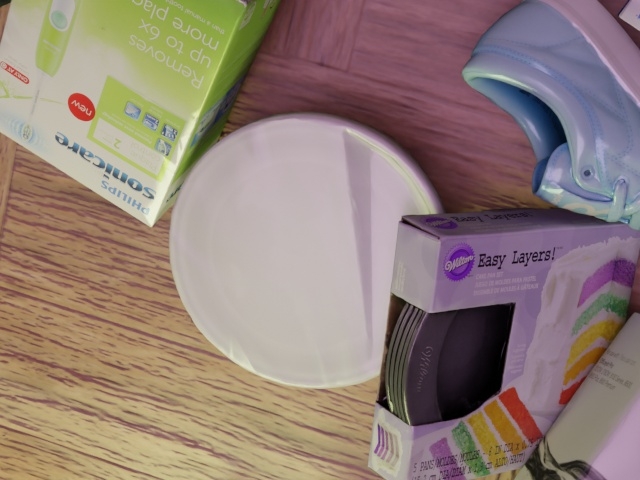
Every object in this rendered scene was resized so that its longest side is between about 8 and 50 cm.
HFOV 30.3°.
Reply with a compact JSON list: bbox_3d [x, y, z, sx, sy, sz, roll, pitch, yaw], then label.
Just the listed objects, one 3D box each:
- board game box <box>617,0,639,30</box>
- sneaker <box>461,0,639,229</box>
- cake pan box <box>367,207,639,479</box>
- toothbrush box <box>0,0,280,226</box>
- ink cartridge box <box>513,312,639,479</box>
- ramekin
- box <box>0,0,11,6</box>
[{"bbox_3d":[0.411,-0.239,0.836,0.233,0.078,0.347,35,107,4],"label":"board game box"},{"bbox_3d":[0.269,-0.056,1.062,0.150,0.135,0.366,-40,82,-9],"label":"sneaker"},{"bbox_3d":[0.169,0.094,1.098,0.070,0.267,0.245,25,113,53],"label":"cake pan box"},{"bbox_3d":[-0.176,-0.187,1.109,0.206,0.122,0.283,33,132,2],"label":"toothbrush box"},{"bbox_3d":[0.302,0.302,1.043,0.285,0.166,0.395,35,90,-1],"label":"ink cartridge box"},{"bbox_3d":[0.000,0.000,1.162,0.273,0.127,0.273,3,105,13],"label":"ramekin"},{"bbox_3d":[-0.467,-0.328,1.068,0.179,0.343,0.312,-18,100,16],"label":"box"}]
